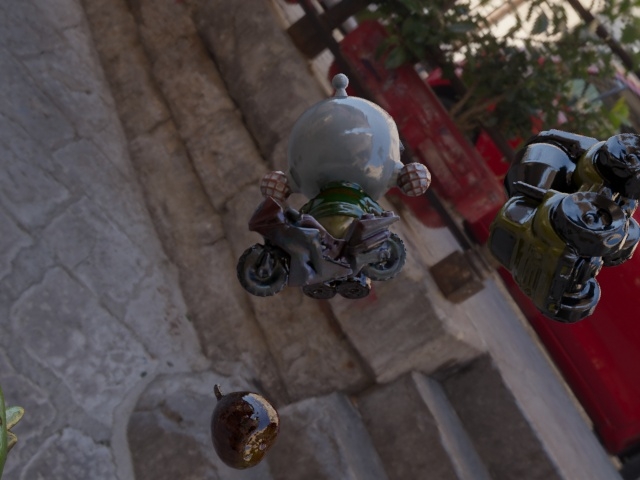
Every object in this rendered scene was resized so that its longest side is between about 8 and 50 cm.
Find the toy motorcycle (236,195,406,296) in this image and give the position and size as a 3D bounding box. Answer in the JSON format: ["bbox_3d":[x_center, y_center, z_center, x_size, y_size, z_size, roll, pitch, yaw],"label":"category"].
[{"bbox_3d":[0.000,0.000,0.894,0.082,0.213,0.122,-133,-142,-75],"label":"toy motorcycle"}]

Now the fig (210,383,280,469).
[{"bbox_3d":[-0.170,0.384,1.558,0.202,0.149,0.148,63,21,13],"label":"fig"}]

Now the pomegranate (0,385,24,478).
[{"bbox_3d":[-0.420,0.193,0.702,0.260,0.260,0.341,58,3,12],"label":"pomegranate"}]

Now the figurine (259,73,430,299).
[{"bbox_3d":[0.032,-0.086,1.150,0.167,0.281,0.370,69,22,-59],"label":"figurine"}]

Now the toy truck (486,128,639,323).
[{"bbox_3d":[0.264,-0.031,0.801,0.165,0.224,0.147,28,-38,25],"label":"toy truck"}]
